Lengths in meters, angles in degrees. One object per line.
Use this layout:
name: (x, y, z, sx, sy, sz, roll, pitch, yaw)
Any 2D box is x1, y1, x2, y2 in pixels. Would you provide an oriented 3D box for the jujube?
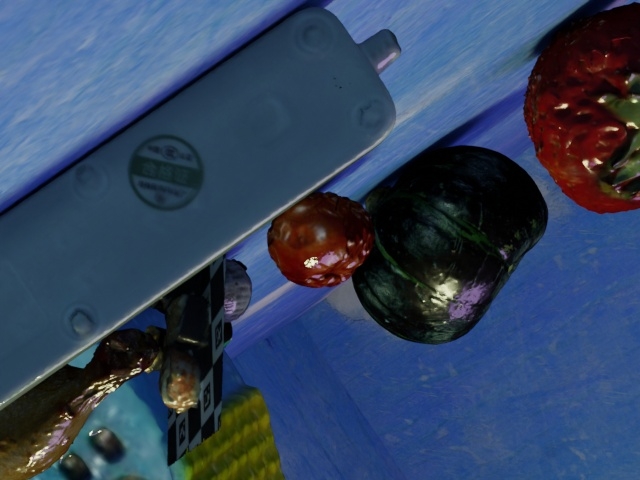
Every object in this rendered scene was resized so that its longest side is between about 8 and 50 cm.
jujube: (0.000, 0.000, 1.762, 0.176, 0.109, 0.112, 11, 101, -81)

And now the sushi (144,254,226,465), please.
sushi: (-0.127, 0.078, 1.374, 0.040, 0.210, 0.193, 6, 159, -19)

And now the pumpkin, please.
pumpkin: (0.171, -0.003, 2.260, 0.315, 0.238, 0.315, -52, 179, -2)

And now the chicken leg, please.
chicken leg: (-0.263, 0.153, 1.424, 0.177, 0.083, 0.322, -47, -164, -26)

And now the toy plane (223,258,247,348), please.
toy plane: (-0.238, 0.168, 1.913, 0.381, 0.106, 0.155, -33, 171, -15)

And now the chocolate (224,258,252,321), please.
chocolate: (-0.112, 0.058, 1.792, 0.072, 0.072, 0.167, -34, 175, -4)

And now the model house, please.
model house: (-0.174, 0.221, 1.678, 0.215, 0.303, 0.237, -44, 173, 20)

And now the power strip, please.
power strip: (-0.113, -0.006, 0.919, 0.385, 0.091, 0.062, -35, 178, 2)

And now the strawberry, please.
strawberry: (0.349, -0.166, 1.859, 0.257, 0.257, 0.277, -34, -156, -6)
